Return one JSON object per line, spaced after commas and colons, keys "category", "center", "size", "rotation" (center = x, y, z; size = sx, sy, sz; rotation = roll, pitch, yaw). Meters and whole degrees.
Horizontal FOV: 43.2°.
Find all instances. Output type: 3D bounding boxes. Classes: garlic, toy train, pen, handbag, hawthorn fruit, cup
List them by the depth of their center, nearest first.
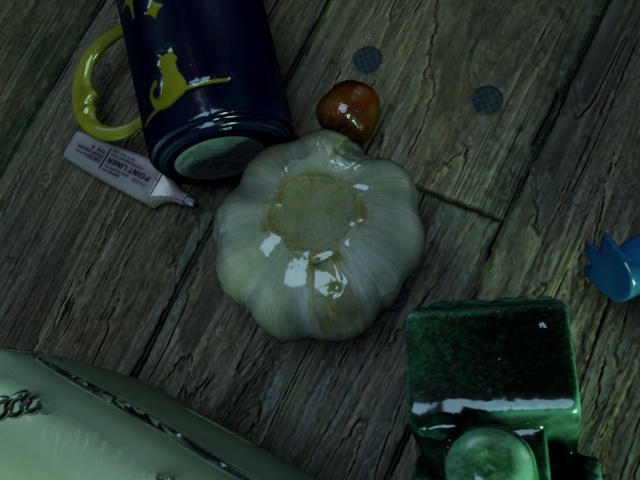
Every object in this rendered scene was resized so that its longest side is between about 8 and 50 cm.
{"category": "toy train", "center": [0.155, 0.183, 0.669], "size": [0.167, 0.299, 0.238], "rotation": [-4, 59, 11]}
{"category": "handbag", "center": [-0.148, 0.229, 0.717], "size": [0.359, 0.237, 0.160], "rotation": [19, 76, 34]}
{"category": "garlic", "center": [-0.004, 0.001, 0.836], "size": [0.228, 0.152, 0.227], "rotation": [-6, 63, 12]}
{"category": "hawthorn fruit", "center": [0.032, -0.147, 0.919], "size": [0.077, 0.077, 0.077], "rotation": [-4, 72, 13]}
{"category": "cup", "center": [-0.159, -0.190, 0.951], "size": [0.255, 0.179, 0.256], "rotation": [-33, 64, 45]}
{"category": "pen", "center": [-0.230, -0.081, 0.983], "size": [0.197, 0.032, 0.053], "rotation": [24, 80, 21]}

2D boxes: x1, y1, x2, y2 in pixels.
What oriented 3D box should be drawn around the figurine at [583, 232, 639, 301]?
{"category": "figurine", "center": [0.406, -0.006, 0.703], "size": [0.243, 0.298, 0.416], "rotation": [23, 81, -15]}
